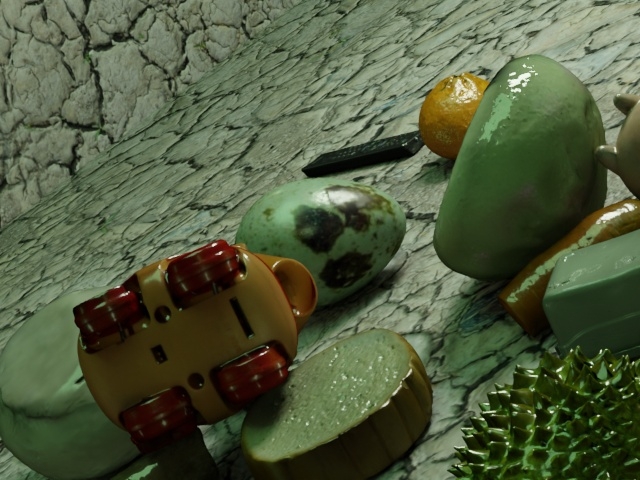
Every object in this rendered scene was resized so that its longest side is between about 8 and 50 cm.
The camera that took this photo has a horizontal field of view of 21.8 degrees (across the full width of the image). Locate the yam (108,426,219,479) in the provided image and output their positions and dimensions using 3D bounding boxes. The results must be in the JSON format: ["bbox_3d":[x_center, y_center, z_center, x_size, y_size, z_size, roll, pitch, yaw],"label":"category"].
[{"bbox_3d":[-0.271,0.331,1.859,0.356,0.081,0.081,-32,18,-7],"label":"yam"}]

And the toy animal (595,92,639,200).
[{"bbox_3d":[0.425,-0.087,1.790,0.250,0.154,0.166,22,97,58],"label":"toy animal"}]

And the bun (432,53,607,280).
[{"bbox_3d":[0.250,-0.070,1.917,0.179,0.283,0.283,20,37,12],"label":"bun"}]

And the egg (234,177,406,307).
[{"bbox_3d":[0.000,0.000,2.176,0.231,0.169,0.169,-16,20,6],"label":"egg"}]

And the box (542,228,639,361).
[{"bbox_3d":[0.307,0.053,1.684,0.172,0.093,0.124,-21,20,26],"label":"box"}]

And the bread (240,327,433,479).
[{"bbox_3d":[0.018,0.190,1.799,0.236,0.070,0.236,-26,19,10],"label":"bread"}]

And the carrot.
[{"bbox_3d":[0.284,0.026,1.808,0.193,0.087,0.087,-32,18,-8],"label":"carrot"}]

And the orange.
[{"bbox_3d":[0.205,-0.181,2.423,0.135,0.117,0.135,-30,12,7],"label":"orange"}]

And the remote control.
[{"bbox_3d":[0.069,-0.139,2.664,0.245,0.025,0.063,-10,26,47],"label":"remote control"}]

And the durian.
[{"bbox_3d":[0.203,0.194,1.365,0.200,0.176,0.237,-39,17,49],"label":"durian"}]

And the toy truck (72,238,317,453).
[{"bbox_3d":[-0.132,0.105,1.883,0.265,0.189,0.239,-25,0,8],"label":"toy truck"}]

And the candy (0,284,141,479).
[{"bbox_3d":[-0.277,0.182,2.093,0.295,0.185,0.295,-23,36,17],"label":"candy"}]

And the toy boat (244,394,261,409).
[{"bbox_3d":[-0.086,0.174,2.006,0.059,0.069,0.173,-52,19,-1],"label":"toy boat"}]
